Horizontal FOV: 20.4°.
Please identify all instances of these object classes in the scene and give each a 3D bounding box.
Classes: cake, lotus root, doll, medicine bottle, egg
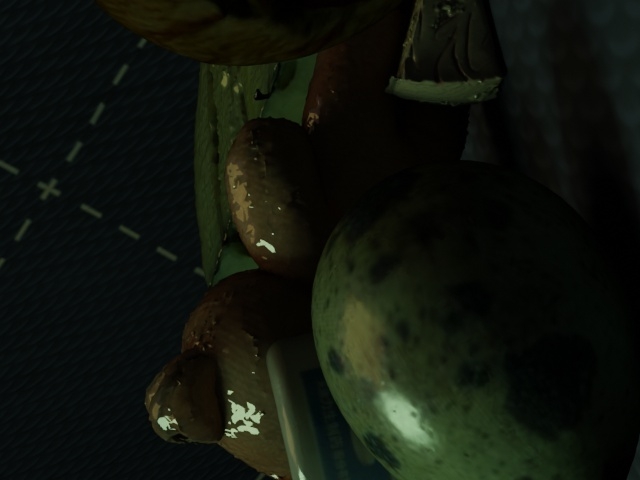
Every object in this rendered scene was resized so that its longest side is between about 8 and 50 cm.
[{"bbox_3d":[0.078,-0.139,1.016,0.052,0.065,0.121,91,-172,-81],"label":"cake"},{"bbox_3d":[-0.015,-0.138,1.354,0.267,0.149,0.260,111,156,-44],"label":"lotus root"},{"bbox_3d":[0.000,0.000,1.071,0.156,0.201,0.303,-5,66,51],"label":"doll"},{"bbox_3d":[0.062,0.084,0.920,0.105,0.168,0.105,167,90,-87],"label":"medicine bottle"},{"bbox_3d":[0.075,0.050,0.800,0.182,0.141,0.141,59,179,-3],"label":"egg"}]

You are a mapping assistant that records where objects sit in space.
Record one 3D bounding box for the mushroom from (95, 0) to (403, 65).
[{"bbox_3d":[0.002,-0.197,0.717,0.254,0.267,0.267,39,161,22],"label":"mushroom"}]
